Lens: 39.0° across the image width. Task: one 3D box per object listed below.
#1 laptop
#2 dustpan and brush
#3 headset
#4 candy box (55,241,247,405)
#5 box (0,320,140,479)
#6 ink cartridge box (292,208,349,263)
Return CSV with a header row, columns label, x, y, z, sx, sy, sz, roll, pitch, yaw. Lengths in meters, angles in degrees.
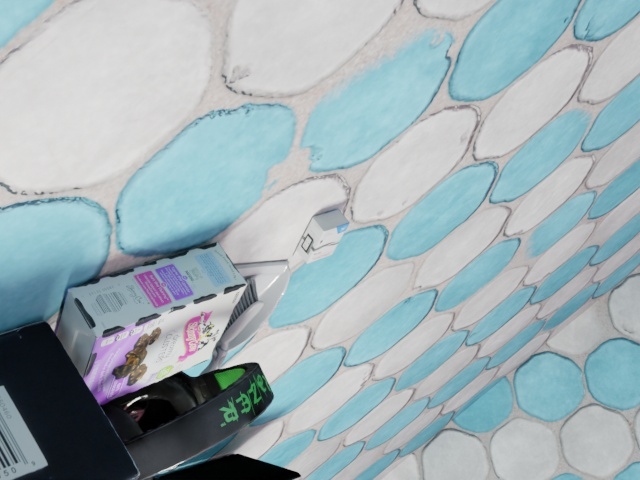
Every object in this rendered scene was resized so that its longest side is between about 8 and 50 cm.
label,x,y,z,sx,sy,sz,roll,pitch,yaw
laptop,-0.209,0.480,1.640,0.264,0.136,0.234,-52,154,21
dustpan and brush,-0.125,0.124,1.207,0.147,0.060,0.211,-4,139,-54
headset,-0.228,0.270,1.118,0.394,0.185,0.243,-22,-176,26
candy box,-0.200,0.100,1.039,0.196,0.070,0.165,-19,151,-38
box,-0.409,0.311,0.936,0.293,0.212,0.395,-16,147,-43
ink cartridge box,0.000,0.000,1.208,0.048,0.028,0.083,-19,151,-38
